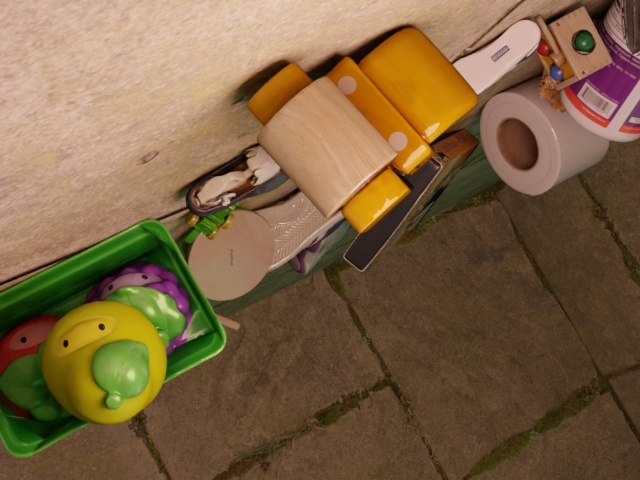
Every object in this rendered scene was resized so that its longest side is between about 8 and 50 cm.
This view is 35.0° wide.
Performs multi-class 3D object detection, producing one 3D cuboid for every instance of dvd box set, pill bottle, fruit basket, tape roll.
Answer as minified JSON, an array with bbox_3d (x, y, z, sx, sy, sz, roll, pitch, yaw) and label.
[{"bbox_3d":[0.220,-0.102,2.345,0.307,0.062,0.420,-54,172,21],"label":"dvd box set"},{"bbox_3d":[0.589,-0.349,1.860,0.182,0.181,0.323,-23,150,-43],"label":"pill bottle"},{"bbox_3d":[-0.339,0.152,1.514,0.392,0.282,0.392,-29,169,-6],"label":"fruit basket"},{"bbox_3d":[0.502,-0.244,2.285,0.169,0.246,0.246,-25,173,-28],"label":"tape roll"}]

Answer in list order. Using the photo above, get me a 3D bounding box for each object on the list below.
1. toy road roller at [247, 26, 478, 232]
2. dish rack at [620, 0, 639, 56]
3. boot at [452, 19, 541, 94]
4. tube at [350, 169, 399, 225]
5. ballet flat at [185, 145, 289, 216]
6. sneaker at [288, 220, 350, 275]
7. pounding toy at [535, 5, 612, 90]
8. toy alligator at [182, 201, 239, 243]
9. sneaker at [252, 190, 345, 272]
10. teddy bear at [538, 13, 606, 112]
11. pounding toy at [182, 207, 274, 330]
[{"bbox_3d":[0.070,-0.157,1.295,0.240,0.202,0.329,-43,177,8],"label":"toy road roller"},{"bbox_3d":[0.602,-0.416,1.637,0.272,0.208,0.074,-26,-145,-17],"label":"dish rack"},{"bbox_3d":[0.292,-0.295,1.714,0.190,0.069,0.086,-32,170,13],"label":"boot"},{"bbox_3d":[0.127,-0.113,2.369,0.070,0.062,0.240,10,-144,21],"label":"tube"},{"bbox_3d":[-0.113,-0.096,1.517,0.203,0.074,0.074,-27,174,4],"label":"ballet flat"},{"bbox_3d":[0.000,0.000,2.578,0.152,0.114,0.305,-25,173,-26],"label":"sneaker"},{"bbox_3d":[0.425,-0.339,1.776,0.100,0.130,0.141,-29,-178,-7],"label":"pounding toy"},{"bbox_3d":[-0.168,-0.055,1.697,0.190,0.056,0.051,-35,-147,37],"label":"toy alligator"},{"bbox_3d":[-0.068,-0.017,2.057,0.350,0.131,0.148,-29,169,-8],"label":"sneaker"},{"bbox_3d":[0.577,-0.406,2.055,0.245,0.113,0.338,-32,169,-39],"label":"teddy bear"},{"bbox_3d":[-0.200,0.033,1.912,0.183,0.110,0.236,17,103,-40],"label":"pounding toy"}]
